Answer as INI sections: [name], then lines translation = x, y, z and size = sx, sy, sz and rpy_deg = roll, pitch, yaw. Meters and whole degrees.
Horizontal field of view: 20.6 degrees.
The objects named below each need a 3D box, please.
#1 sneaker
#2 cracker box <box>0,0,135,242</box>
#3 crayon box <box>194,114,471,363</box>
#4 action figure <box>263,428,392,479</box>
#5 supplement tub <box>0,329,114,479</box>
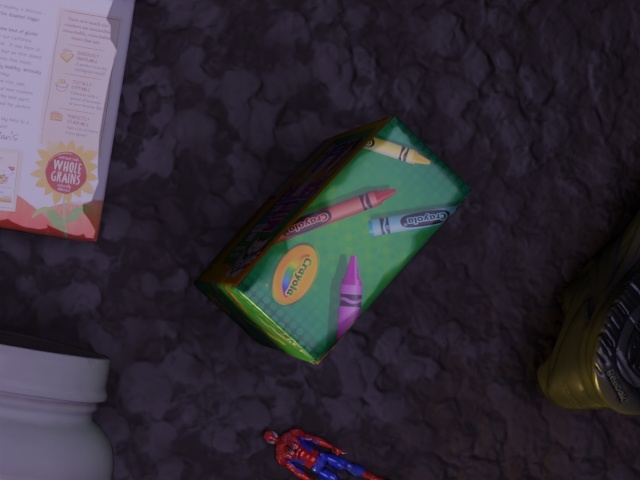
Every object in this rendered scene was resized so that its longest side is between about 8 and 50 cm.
[sneaker]
translation = 0.266, 0.025, 1.462
size = 0.109, 0.130, 0.286
rpy_deg = 47, 60, -15
[cracker box]
translation = -0.236, -0.124, 1.386
size = 0.155, 0.067, 0.232
rpy_deg = 10, 89, -11
[crayon box]
translation = 0.000, 0.000, 1.323
size = 0.081, 0.278, 0.165
rpy_deg = 43, 83, -7
[action figure]
translation = 0.003, 0.185, 1.453
size = 0.115, 0.030, 0.038
rpy_deg = 28, 90, -8
[supplement tub]
translation = -0.286, 0.229, 1.290
size = 0.241, 0.241, 0.331
rpy_deg = 11, 88, -10
